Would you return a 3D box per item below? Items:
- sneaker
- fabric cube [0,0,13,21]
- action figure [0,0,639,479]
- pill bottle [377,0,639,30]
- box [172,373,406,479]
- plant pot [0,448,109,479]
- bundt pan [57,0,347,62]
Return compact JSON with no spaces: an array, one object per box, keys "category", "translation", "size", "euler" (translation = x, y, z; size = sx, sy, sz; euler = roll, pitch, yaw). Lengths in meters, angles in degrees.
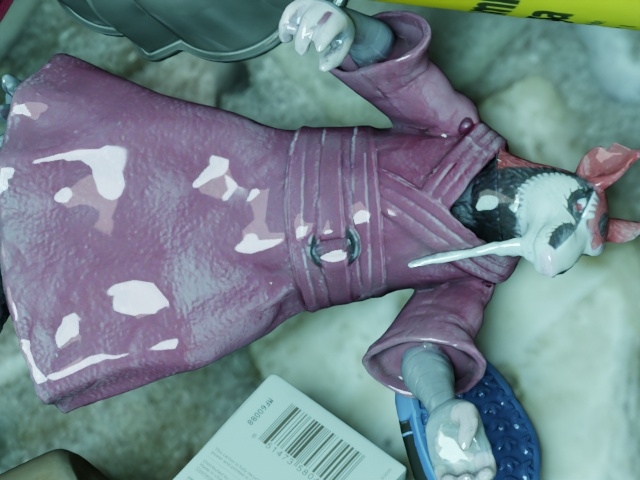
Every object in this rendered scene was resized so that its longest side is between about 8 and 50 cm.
[{"category":"sneaker","translation":[0.087,0.173,0.852],"size":[0.090,0.081,0.232],"euler":[-53,48,47]},{"category":"fabric cube","translation":[-0.367,-0.120,0.904],"size":[0.258,0.259,0.254],"euler":[34,100,-8]},{"category":"action figure","translation":[0.000,0.000,0.861],"size":[0.370,0.276,0.248],"euler":[-2,91,2]},{"category":"pill bottle","translation":[0.086,-0.205,0.746],"size":[0.334,0.188,0.188],"euler":[6,90,-5]},{"category":"box","translation":[-0.020,0.155,0.869],"size":[0.101,0.087,0.102],"euler":[34,62,21]},{"category":"plant pot","translation":[-0.192,0.251,0.892],"size":[0.229,0.263,0.263],"euler":[-40,74,-4]},{"category":"bundt pan","translation":[-0.088,-0.279,0.918],"size":[0.331,0.124,0.331],"euler":[-1,86,22]}]
